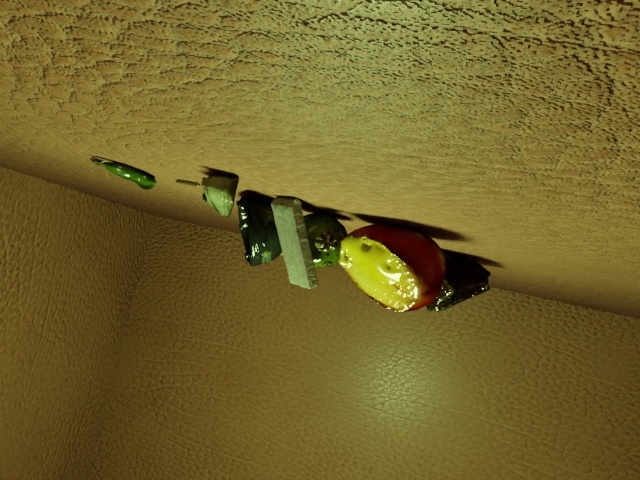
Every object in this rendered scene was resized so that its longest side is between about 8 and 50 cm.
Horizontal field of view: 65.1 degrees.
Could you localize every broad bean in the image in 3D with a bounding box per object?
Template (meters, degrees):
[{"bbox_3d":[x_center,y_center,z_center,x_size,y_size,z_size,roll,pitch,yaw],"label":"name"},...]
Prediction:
[{"bbox_3d":[-0.645,-0.222,1.727,0.144,0.049,0.292,18,175,18],"label":"broad bean"}]

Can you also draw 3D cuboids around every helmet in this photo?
[{"bbox_3d":[-0.187,-0.042,1.693,0.161,0.230,0.279,-8,159,-18],"label":"helmet"}]

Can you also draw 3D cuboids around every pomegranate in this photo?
[{"bbox_3d":[0.000,0.000,1.661,0.202,0.202,0.248,14,-177,-15],"label":"pomegranate"}]

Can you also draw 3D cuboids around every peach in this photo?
[{"bbox_3d":[0.217,0.073,1.572,0.339,0.280,0.281,14,176,-9],"label":"peach"}]

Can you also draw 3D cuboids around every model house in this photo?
[{"bbox_3d":[0.485,0.124,2.033,0.317,0.297,0.282,54,-173,29],"label":"model house"}]

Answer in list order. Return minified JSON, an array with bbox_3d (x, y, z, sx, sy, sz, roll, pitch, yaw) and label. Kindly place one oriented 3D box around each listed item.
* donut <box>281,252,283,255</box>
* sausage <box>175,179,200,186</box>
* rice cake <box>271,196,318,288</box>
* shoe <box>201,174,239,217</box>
[{"bbox_3d":[-0.182,-0.025,2.056,0.261,0.128,0.209,34,161,-37],"label":"donut"},{"bbox_3d":[-0.446,-0.192,1.685,0.100,0.015,0.015,11,175,18],"label":"sausage"},{"bbox_3d":[-0.083,0.009,1.578,0.106,0.297,0.050,9,-153,45],"label":"rice cake"},{"bbox_3d":[-0.296,-0.136,1.456,0.098,0.103,0.275,15,169,-11],"label":"shoe"}]
